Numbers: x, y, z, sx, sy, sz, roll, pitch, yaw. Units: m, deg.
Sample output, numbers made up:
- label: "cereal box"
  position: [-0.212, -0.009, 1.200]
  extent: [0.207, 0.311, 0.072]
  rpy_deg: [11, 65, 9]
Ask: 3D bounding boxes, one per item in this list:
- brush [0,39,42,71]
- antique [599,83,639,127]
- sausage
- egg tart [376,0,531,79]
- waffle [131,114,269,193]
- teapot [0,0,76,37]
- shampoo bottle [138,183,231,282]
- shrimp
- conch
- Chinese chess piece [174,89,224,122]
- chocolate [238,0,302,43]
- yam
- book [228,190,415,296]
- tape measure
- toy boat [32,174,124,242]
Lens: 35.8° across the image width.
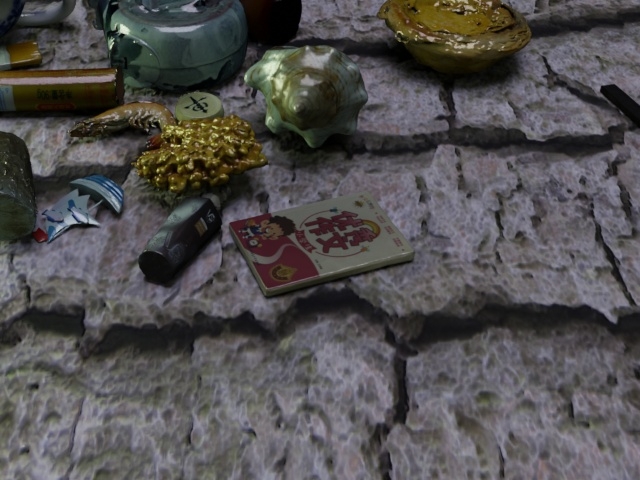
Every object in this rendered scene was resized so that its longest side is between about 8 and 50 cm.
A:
- label: "brush"
  position: [-0.671, -0.309, 1.775]
  extent: [0.336, 0.020, 0.085]
  rpy_deg: [-13, 43, -16]
- label: "antique"
  position: [0.561, -0.224, 1.754]
  extent: [0.031, 0.015, 0.192]
  rpy_deg: [-13, 43, -18]
- label: "sausage"
  position: [-0.522, -0.252, 1.676]
  extent: [0.371, 0.082, 0.082]
  rpy_deg: [-2, 41, -5]
- label: "egg tart"
  position: [0.244, -0.385, 1.860]
  extent: [0.291, 0.107, 0.291]
  rpy_deg: [4, 36, -3]
- label: "waffle"
  position: [-0.192, -0.136, 1.528]
  extent: [0.197, 0.070, 0.193]
  rpy_deg: [-17, 27, -16]
- label: "teapot"
  position: [-0.635, -0.481, 1.767]
  extent: [0.424, 0.280, 0.252]
  rpy_deg: [14, 60, -41]
- label: "shampoo bottle"
  position: [-0.191, -0.020, 1.438]
  extent: [0.063, 0.057, 0.207]
  rpy_deg: [2, 34, 26]
- label: "shrimp"
  position: [-0.319, -0.179, 1.638]
  extent: [0.178, 0.034, 0.124]
  rpy_deg: [-22, 53, -33]
- label: "conch"
  position: [-0.026, -0.248, 1.655]
  extent: [0.203, 0.169, 0.386]
  rpy_deg: [27, 6, -5]
- label: "Chinese chess piece"
  position: [-0.206, -0.219, 1.687]
  extent: [0.084, 0.034, 0.084]
  rpy_deg: [2, 42, -2]
- label: "chocolate"
  position: [-0.105, -0.451, 1.924]
  extent: [0.133, 0.127, 0.124]
  rpy_deg: [23, 7, 32]
- label: "yam"
  position: [-0.467, -0.078, 1.452]
  extent: [0.107, 0.107, 0.183]
  rpy_deg: [-7, 39, -11]
- label: "book"
  position: [0.000, 0.000, 1.452]
  extent: [0.232, 0.022, 0.162]
  rpy_deg: [-14, 44, -18]
- label: "tape measure"
  position: [-0.268, -0.383, 1.789]
  extent: [0.275, 0.147, 0.256]
  rpy_deg: [-10, 43, -13]
- label: "toy boat"
  position: [-0.369, -0.050, 1.491]
  extent: [0.149, 0.034, 0.105]
  rpy_deg: [-27, 51, -14]
